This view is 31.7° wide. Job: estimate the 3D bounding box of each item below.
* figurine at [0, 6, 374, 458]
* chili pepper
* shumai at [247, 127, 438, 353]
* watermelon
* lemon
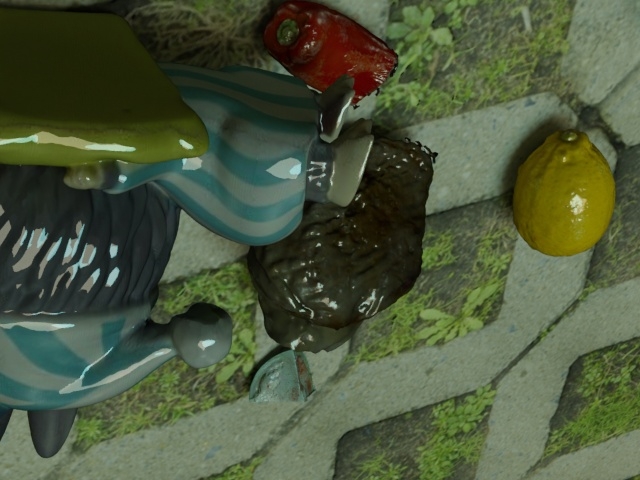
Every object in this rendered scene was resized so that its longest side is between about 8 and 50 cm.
[{"bbox_3d":[-0.182,0.018,0.958,0.361,0.266,0.377,8,121,-12],"label":"figurine"},{"bbox_3d":[0.007,-0.178,1.046,0.123,0.073,0.070,22,71,-40],"label":"chili pepper"},{"bbox_3d":[-0.003,0.000,1.157,0.184,0.218,0.185,26,154,-28],"label":"shumai"},{"bbox_3d":[-0.041,0.171,1.303,0.085,0.061,0.085,-19,130,-25],"label":"watermelon"},{"bbox_3d":[0.270,-0.051,1.251,0.114,0.114,0.155,-9,122,-21],"label":"lemon"}]
